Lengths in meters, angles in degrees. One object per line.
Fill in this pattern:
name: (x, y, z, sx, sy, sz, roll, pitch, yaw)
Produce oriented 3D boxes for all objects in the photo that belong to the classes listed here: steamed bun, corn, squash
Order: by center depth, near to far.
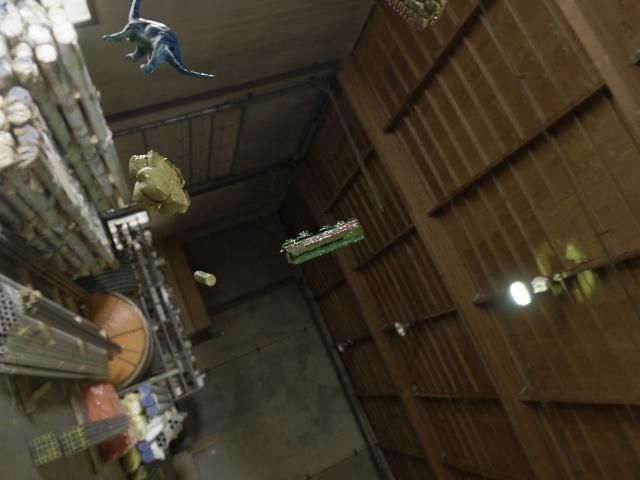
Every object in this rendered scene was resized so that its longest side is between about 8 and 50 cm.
squash: (-0.276, 0.087, 1.199, 0.083, 0.027, 0.028, 9, -62, 51)
corn: (0.197, -0.711, 1.376, 0.335, 0.127, 0.126, 42, -21, 1)
steamed bun: (-0.467, -0.154, 1.429, 0.178, 0.106, 0.192, 65, 13, 19)

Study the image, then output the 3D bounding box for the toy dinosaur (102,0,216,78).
toy dinosaur: (-0.377, -0.430, 1.126, 0.329, 0.144, 0.076, 52, -2, 15)

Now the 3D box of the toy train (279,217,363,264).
toy train: (0.000, 0.000, 0.882, 0.071, 0.147, 0.038, -152, -137, -73)
